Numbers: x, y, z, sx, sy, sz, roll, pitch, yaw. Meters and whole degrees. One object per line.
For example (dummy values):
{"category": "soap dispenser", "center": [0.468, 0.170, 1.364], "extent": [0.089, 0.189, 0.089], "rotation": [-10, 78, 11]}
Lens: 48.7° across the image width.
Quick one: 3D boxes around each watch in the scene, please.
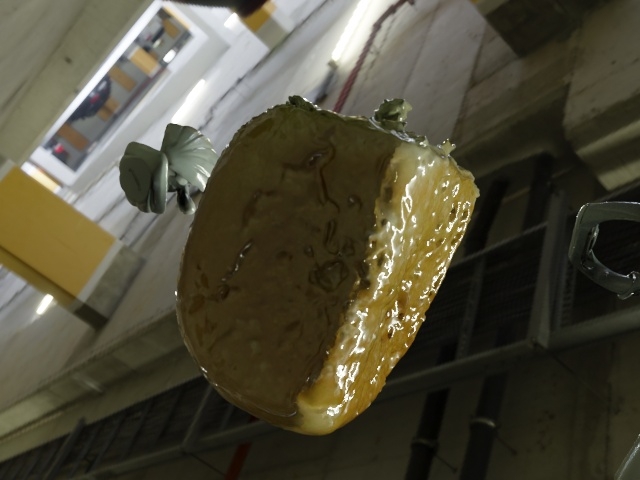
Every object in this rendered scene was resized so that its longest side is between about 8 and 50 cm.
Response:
{"category": "watch", "center": [0.550, 0.019, 1.269], "extent": [0.193, 0.206, 0.068], "rotation": [22, -126, 25]}

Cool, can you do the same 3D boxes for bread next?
{"category": "bread", "center": [0.000, 0.000, 0.544], "extent": [0.246, 0.176, 0.195], "rotation": [-67, 158, 6]}

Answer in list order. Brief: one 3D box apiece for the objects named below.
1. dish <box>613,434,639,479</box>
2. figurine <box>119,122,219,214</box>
{"category": "dish", "center": [0.509, 0.349, 1.025], "extent": [0.154, 0.234, 0.064], "rotation": [-57, -146, -1]}
{"category": "figurine", "center": [-0.150, -0.071, 0.727], "extent": [0.082, 0.094, 0.086], "rotation": [-33, 171, 40]}
